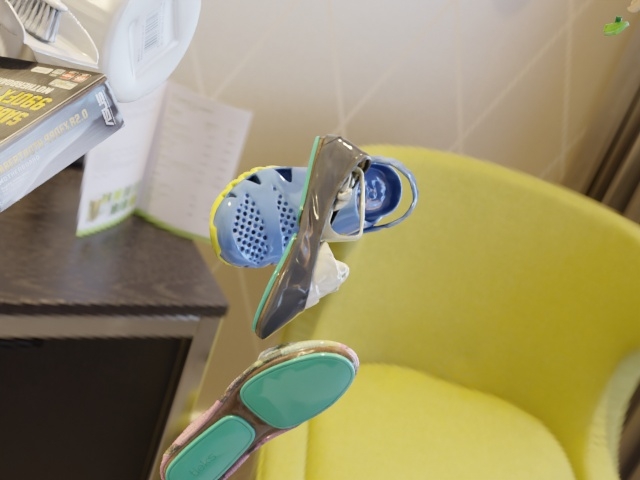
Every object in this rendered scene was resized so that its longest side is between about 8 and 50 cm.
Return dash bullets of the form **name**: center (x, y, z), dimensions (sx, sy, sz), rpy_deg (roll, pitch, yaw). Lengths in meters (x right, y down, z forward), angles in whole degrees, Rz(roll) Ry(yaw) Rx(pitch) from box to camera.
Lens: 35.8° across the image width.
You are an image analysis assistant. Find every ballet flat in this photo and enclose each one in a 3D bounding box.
- **ballet flat**: center (-0.059, 0.148, 0.899), dimensions (0.077, 0.221, 0.079), rpy_deg (44, 17, -17)
- **ballet flat**: center (0.000, 0.000, 0.899), dimensions (0.074, 0.203, 0.074), rpy_deg (17, -15, 5)

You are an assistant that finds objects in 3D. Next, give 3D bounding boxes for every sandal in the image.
- **sandal**: center (0.003, -0.047, 1.262), dimensions (0.317, 0.126, 0.138), rpy_deg (-22, 15, -34)

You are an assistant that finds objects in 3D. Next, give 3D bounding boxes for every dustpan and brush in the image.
- **dustpan and brush**: center (-0.316, -0.266, 0.998), dimensions (0.211, 0.060, 0.147), rpy_deg (38, 11, 11)

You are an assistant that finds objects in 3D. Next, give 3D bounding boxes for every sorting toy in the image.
- **sorting toy**: center (0.266, -0.196, 0.806), dimensions (0.012, 0.083, 0.062), rpy_deg (50, 25, -2)

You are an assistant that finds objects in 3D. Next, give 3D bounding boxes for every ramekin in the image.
- **ramekin**: center (-0.310, -0.353, 1.558), dimensions (0.135, 0.277, 0.277), rpy_deg (31, 29, 14)

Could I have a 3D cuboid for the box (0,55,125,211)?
- **box**: center (-0.322, -0.099, 0.904), dimensions (0.231, 0.056, 0.183), rpy_deg (16, 45, 39)
